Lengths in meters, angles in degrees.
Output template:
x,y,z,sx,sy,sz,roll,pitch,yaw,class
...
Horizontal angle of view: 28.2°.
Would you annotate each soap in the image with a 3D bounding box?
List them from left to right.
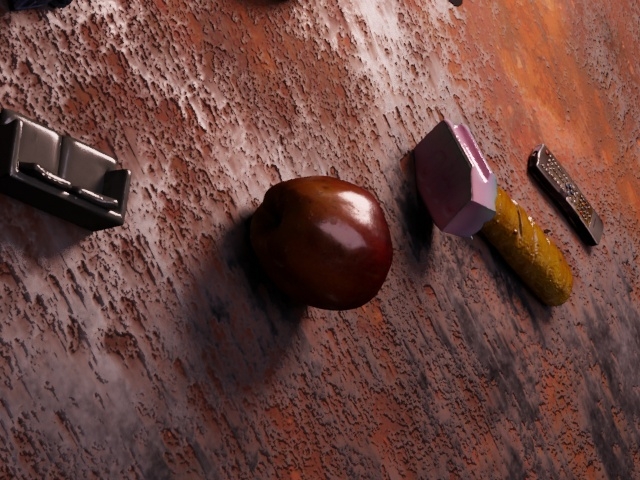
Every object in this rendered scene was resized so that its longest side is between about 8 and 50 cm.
x,y,z,sx,sy,sz,roll,pitch,yaw,class
0.186,-0.081,1.774,0.056,0.100,0.149,10,45,-42,soap

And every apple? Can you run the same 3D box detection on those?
x,y,z,sx,sy,sz,roll,pitch,yaw,class
0.002,0.000,1.501,0.158,0.147,0.156,20,85,-44,apple

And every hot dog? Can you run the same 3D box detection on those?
x,y,z,sx,sy,sz,roll,pitch,yaw,class
0.300,0.003,1.919,0.286,0.061,0.088,38,63,-35,hot dog

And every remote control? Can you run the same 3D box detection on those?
x,y,z,sx,sy,sz,roll,pitch,yaw,class
0.405,-0.073,2.091,0.212,0.028,0.059,47,51,-30,remote control

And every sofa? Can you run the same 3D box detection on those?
x,y,z,sx,sy,sz,roll,pitch,yaw,class
-0.257,-0.074,1.277,0.147,0.060,0.085,26,59,-42,sofa

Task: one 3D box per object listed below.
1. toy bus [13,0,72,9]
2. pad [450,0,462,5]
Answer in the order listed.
x,y,z,sx,sy,sz,roll,pitch,yaw,class
-0.240,-0.316,1.358,0.236,0.079,0.094,-39,107,-48,toy bus
0.152,-0.493,1.940,0.267,0.004,0.181,39,51,-37,pad
